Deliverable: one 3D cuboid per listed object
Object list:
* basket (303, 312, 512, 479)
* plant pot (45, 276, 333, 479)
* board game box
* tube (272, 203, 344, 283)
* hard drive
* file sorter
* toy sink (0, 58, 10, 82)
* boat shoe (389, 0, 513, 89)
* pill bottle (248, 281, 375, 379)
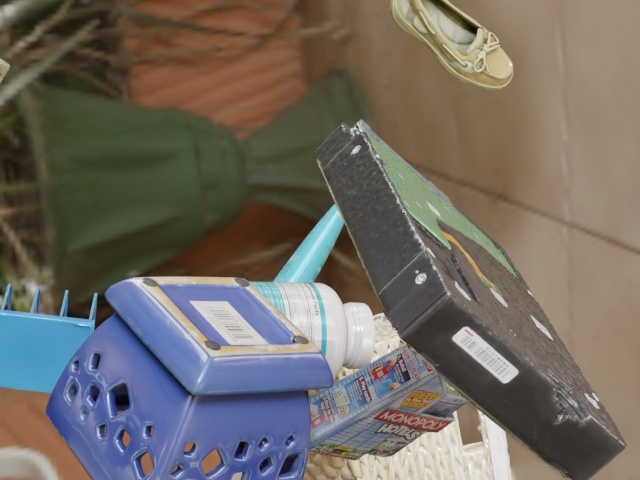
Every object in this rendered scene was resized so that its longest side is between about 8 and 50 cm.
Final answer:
[{"bbox_3d":[0.097,0.293,2.303,0.331,0.266,0.328,-8,93,66],"label":"basket"},{"bbox_3d":[-0.140,0.171,1.644,0.236,0.236,0.212,42,117,40],"label":"plant pot"},{"bbox_3d":[0.098,0.193,1.738,0.194,0.194,0.060,-39,52,28],"label":"board game box"},{"bbox_3d":[0.000,0.000,2.148,0.207,0.052,0.080,-57,6,-21],"label":"tube"},{"bbox_3d":[0.120,0.043,1.265,0.237,0.064,0.339,40,-165,-29],"label":"hard drive"},{"bbox_3d":[-0.395,0.129,1.979,0.104,0.170,0.118,-96,14,-62],"label":"file sorter"},{"bbox_3d":[-0.554,-0.181,2.012,0.234,0.131,0.153,-56,2,2],"label":"toy sink"},{"bbox_3d":[0.142,-0.212,1.495,0.153,0.056,0.048,39,155,-11],"label":"boat shoe"},{"bbox_3d":[-0.064,0.128,1.954,0.146,0.264,0.146,-178,90,-69],"label":"pill bottle"}]
